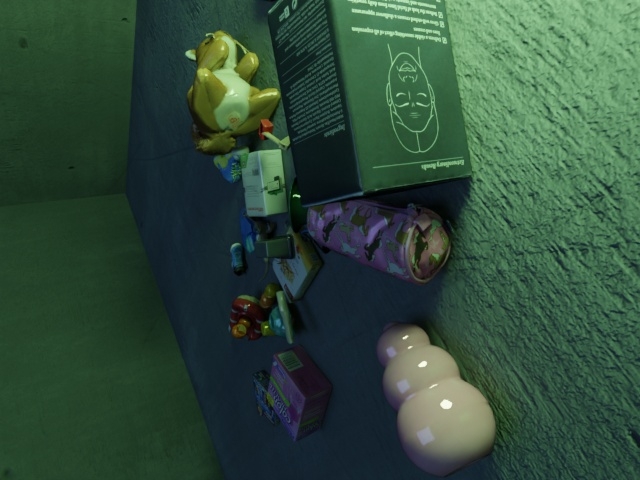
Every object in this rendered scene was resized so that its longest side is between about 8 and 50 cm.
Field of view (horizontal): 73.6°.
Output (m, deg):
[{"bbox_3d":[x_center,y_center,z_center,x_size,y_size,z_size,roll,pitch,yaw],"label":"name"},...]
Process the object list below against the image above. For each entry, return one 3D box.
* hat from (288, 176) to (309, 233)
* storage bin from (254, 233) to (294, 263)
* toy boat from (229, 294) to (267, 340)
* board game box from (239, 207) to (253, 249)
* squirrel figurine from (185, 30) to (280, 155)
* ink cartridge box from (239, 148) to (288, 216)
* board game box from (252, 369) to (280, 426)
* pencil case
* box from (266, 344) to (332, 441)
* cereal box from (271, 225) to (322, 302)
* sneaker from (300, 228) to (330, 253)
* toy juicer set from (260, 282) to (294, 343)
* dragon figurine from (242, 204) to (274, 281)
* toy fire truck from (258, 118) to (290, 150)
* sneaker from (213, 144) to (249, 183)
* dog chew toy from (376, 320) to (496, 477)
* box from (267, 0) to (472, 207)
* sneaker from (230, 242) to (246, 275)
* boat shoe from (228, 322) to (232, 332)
[{"bbox_3d":[0.010,-0.106,1.278,0.208,0.183,0.173,7,-96,-80],"label":"hat"},{"bbox_3d":[-0.159,0.032,1.431,0.135,0.091,0.098,-1,96,60],"label":"storage bin"},{"bbox_3d":[-0.311,0.338,1.747,0.151,0.151,0.231,20,126,7],"label":"toy boat"},{"bbox_3d":[-0.288,-0.047,1.735,0.133,0.033,0.169,-22,77,61],"label":"board game box"},{"bbox_3d":[-0.364,-0.514,1.493,0.397,0.281,0.370,-57,47,44],"label":"squirrel figurine"},{"bbox_3d":[-0.200,-0.198,1.498,0.160,0.092,0.219,8,107,55],"label":"ink cartridge box"},{"bbox_3d":[-0.223,0.697,1.848,0.194,0.060,0.194,29,124,48],"label":"board game box"},{"bbox_3d":[0.121,-0.024,1.028,0.386,0.160,0.167,20,83,53],"label":"pencil case"},{"bbox_3d":[-0.083,0.547,1.543,0.213,0.117,0.243,43,134,40],"label":"box"},{"bbox_3d":[-0.087,0.081,1.462,0.173,0.047,0.240,60,143,27],"label":"cereal box"},{"bbox_3d":[0.000,0.000,1.290,0.188,0.067,0.078,7,100,52],"label":"sneaker"},{"bbox_3d":[-0.141,0.257,1.569,0.329,0.089,0.209,163,103,-66],"label":"toy juicer set"},{"bbox_3d":[-0.229,0.004,1.606,0.144,0.085,0.289,-8,89,62],"label":"dragon figurine"},{"bbox_3d":[-0.086,-0.292,1.263,0.192,0.135,0.047,51,138,34],"label":"toy fire truck"},{"bbox_3d":[-0.331,-0.298,1.688,0.240,0.091,0.126,0,119,55],"label":"sneaker"},{"bbox_3d":[0.231,0.329,0.949,0.332,0.206,0.207,63,144,34],"label":"dog chew toy"},{"bbox_3d":[0.100,-0.287,0.851,0.212,0.293,0.396,-6,95,57],"label":"box"},{"bbox_3d":[-0.351,0.088,1.840,0.085,0.058,0.152,56,145,39],"label":"sneaker"},{"bbox_3d":[-0.353,0.333,1.920,0.226,0.083,0.076,-50,48,36],"label":"boat shoe"}]
